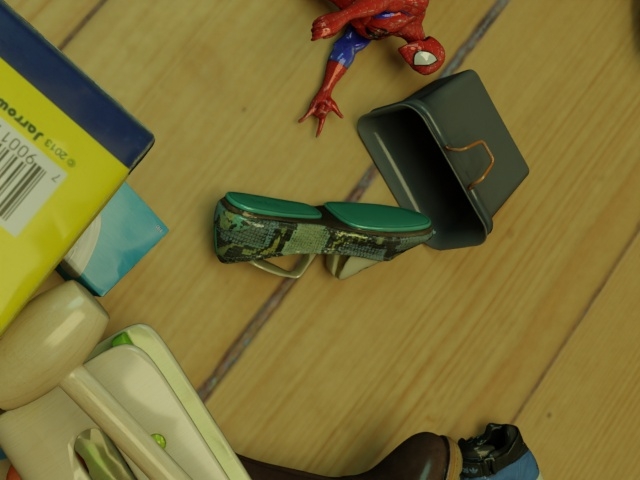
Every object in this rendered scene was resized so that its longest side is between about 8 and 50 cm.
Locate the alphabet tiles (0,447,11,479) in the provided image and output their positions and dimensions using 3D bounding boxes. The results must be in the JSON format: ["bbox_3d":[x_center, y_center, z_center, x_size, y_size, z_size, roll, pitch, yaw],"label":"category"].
[{"bbox_3d":[-0.310,0.168,0.718,0.278,0.021,0.284,-20,98,-40],"label":"alphabet tiles"}]

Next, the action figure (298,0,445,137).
[{"bbox_3d":[-0.022,-0.192,0.856,0.280,0.091,0.139,33,69,-21],"label":"action figure"}]

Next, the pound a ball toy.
[{"bbox_3d":[-0.111,0.183,0.687,0.136,0.208,0.319,-32,95,-4],"label":"pound a ball toy"}]

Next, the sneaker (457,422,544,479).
[{"bbox_3d":[0.123,0.214,0.937,0.152,0.058,0.084,-34,110,-27],"label":"sneaker"}]

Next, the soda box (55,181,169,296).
[{"bbox_3d":[-0.207,-0.058,0.776,0.071,0.067,0.210,-47,108,-19],"label":"soda box"}]

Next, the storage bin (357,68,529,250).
[{"bbox_3d":[0.113,-0.075,0.923,0.091,0.098,0.135,-42,108,-31],"label":"storage bin"}]

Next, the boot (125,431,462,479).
[{"bbox_3d":[-0.034,0.194,0.828,0.207,0.090,0.248,44,86,-16],"label":"boot"}]

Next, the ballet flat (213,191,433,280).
[{"bbox_3d":[0.000,0.000,0.887,0.188,0.070,0.070,6,87,-24],"label":"ballet flat"}]

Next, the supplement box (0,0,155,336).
[{"bbox_3d":[-0.289,0.027,0.580,0.195,0.194,0.356,42,69,-19],"label":"supplement box"}]
